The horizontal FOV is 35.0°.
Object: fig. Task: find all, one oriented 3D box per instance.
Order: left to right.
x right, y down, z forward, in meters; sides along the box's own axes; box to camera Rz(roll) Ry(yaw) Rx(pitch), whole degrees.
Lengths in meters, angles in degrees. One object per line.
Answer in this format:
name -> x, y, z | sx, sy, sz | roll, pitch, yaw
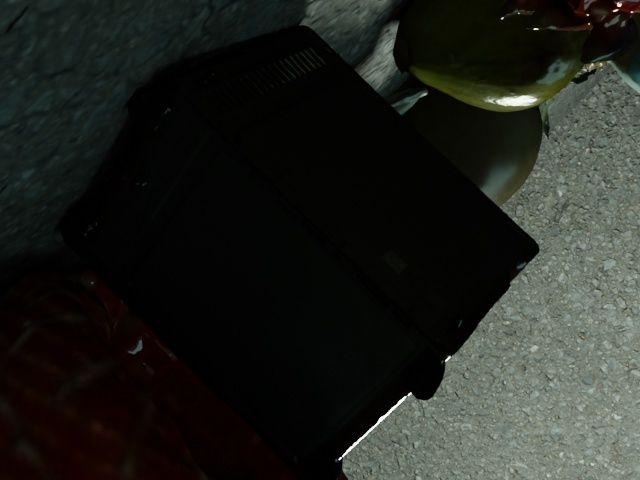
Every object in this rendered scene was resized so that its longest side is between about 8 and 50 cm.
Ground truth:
fig -> 0.145, -0.187, 0.891 | 0.165, 0.154, 0.144 | -7, 173, -19

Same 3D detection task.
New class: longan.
longan -> 0.160, -0.113, 1.134 | 0.189, 0.189, 0.189 | -43, 171, -8

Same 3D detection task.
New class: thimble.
thimble -> -0.135, 0.197, 0.706 | 0.230, 0.350, 0.350 | -45, 171, 5

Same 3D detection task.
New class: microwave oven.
microwave oven -> -0.016, 0.011, 0.686 | 0.188, 0.247, 0.178 | -49, 172, 34

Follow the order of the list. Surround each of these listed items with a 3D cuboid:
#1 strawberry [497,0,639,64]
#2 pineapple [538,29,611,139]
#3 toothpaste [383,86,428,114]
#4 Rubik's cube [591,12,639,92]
strawberry -> 0.174, -0.286, 0.626 | 0.233, 0.138, 0.306 | -64, 165, -56
pineapple -> 0.374, -0.263, 1.559 | 0.277, 0.119, 0.130 | -52, -173, 51
toothpaste -> -0.020, -0.062, 0.867 | 0.268, 0.047, 0.069 | -34, 151, -25
Rubik's cube -> 0.512, -0.273, 1.046 | 0.352, 0.351, 0.347 | -60, -173, 27
